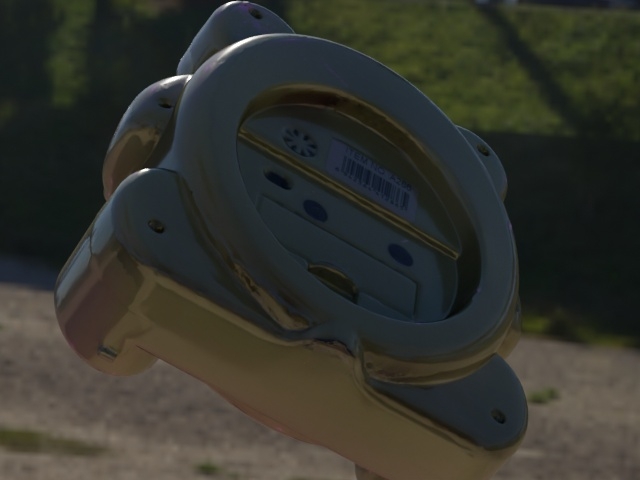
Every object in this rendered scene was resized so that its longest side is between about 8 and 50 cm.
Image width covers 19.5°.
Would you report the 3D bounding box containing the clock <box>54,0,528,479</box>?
[{"bbox_3d":[0.000,0.000,1.140,0.284,0.114,0.309,28,36,-13],"label":"clock"}]
